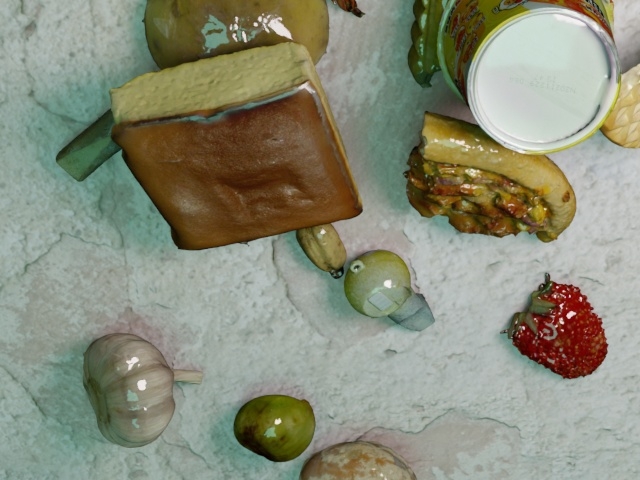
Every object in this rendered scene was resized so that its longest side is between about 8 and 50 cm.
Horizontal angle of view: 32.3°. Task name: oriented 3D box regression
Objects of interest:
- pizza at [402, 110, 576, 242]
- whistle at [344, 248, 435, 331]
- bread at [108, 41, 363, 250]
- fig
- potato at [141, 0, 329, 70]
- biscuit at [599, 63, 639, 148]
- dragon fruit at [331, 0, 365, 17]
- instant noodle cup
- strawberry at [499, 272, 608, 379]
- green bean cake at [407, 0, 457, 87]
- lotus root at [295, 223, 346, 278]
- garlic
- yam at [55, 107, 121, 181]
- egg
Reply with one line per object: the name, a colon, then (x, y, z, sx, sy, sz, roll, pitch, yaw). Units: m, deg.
pizza: (0.250, -0.090, 1.736, 0.277, 0.114, 0.409, 1, 158, 35)
whistle: (0.121, 0.088, 1.924, 0.123, 0.123, 0.223, -36, 132, 19)
bread: (-0.124, -0.134, 1.723, 0.323, 0.143, 0.333, -13, 143, 10)
fig: (-0.085, 0.347, 2.042, 0.153, 0.121, 0.136, 13, 158, -25)
potato: (-0.136, -0.326, 1.707, 0.299, 0.116, 0.239, -1, 113, 2)
biscuit: (0.542, -0.247, 1.673, 0.309, 0.040, 0.204, -44, 140, -7)
dragon fruit: (0.018, -0.416, 1.666, 0.094, 0.094, 0.190, -35, 118, 19)
instant noodle cup: (0.293, -0.249, 1.533, 0.264, 0.200, 0.264, 1, 118, 3)
strawberry: (0.439, 0.171, 1.947, 0.208, 0.087, 0.167, 30, 114, -14)
green bean cake: (0.257, -0.328, 1.675, 0.236, 0.124, 0.233, 4, 118, 0)
lotus root: (0.000, 0.000, 1.892, 0.072, 0.063, 0.152, -1, 128, 34)
garlic: (-0.311, 0.255, 1.998, 0.212, 0.218, 0.218, -13, 123, -33)
yam: (-0.358, -0.167, 1.819, 0.169, 0.068, 0.068, -36, 110, 18)
egg: (0.073, 0.469, 2.062, 0.233, 0.195, 0.195, 11, 118, 12)
